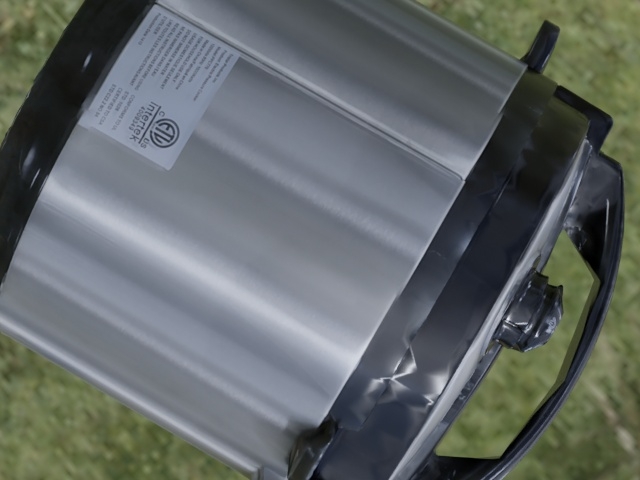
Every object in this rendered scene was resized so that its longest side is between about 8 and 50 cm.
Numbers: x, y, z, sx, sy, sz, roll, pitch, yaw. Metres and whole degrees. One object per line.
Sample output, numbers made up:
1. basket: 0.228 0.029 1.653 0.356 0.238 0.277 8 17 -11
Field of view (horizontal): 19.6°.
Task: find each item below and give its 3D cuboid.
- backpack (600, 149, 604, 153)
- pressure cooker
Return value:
1. backpack: 0.210 -0.082 1.898 0.098 0.120 0.101 14 112 -27
2. pressure cooker: 0.000 0.000 1.339 0.370 0.420 0.375 -62 176 30
